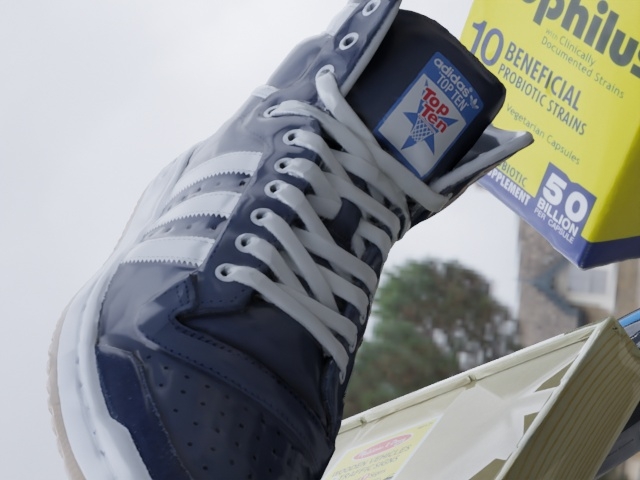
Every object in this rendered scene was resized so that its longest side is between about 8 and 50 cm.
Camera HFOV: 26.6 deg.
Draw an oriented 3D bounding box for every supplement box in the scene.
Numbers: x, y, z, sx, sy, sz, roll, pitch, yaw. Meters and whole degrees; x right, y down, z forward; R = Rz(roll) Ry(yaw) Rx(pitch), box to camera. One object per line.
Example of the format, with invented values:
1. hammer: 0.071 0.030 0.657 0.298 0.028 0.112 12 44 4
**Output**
1. supplement box: 0.258 -0.185 1.037 0.195 0.194 0.357 -9 -51 -39

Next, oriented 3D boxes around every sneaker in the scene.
1. sneaker: 0.000 0.000 0.487 0.099 0.153 0.282 47 -161 -19

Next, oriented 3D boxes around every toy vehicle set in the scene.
1. toy vehicle set: 0.019 0.132 0.650 0.035 0.267 0.166 54 -134 -8

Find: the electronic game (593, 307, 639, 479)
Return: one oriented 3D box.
1. electronic game: 0.135 0.089 0.742 0.048 0.229 0.229 56 -153 0
